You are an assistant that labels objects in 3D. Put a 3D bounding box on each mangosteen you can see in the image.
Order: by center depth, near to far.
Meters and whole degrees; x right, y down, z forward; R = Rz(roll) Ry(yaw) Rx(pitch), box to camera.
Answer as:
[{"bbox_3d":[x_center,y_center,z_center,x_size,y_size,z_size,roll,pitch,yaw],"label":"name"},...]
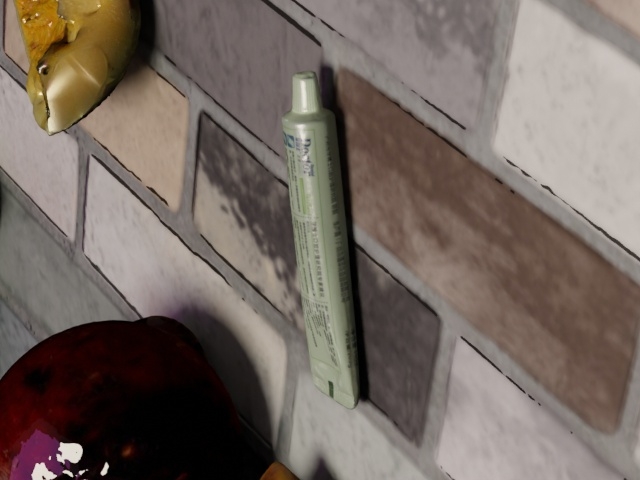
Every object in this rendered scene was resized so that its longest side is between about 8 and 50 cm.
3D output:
[{"bbox_3d":[-0.129,0.133,1.248,0.200,0.200,0.200,29,126,50],"label":"mangosteen"}]

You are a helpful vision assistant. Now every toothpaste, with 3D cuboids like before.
[{"bbox_3d":[0.000,0.000,1.116,0.048,0.029,0.197,24,125,55],"label":"toothpaste"}]

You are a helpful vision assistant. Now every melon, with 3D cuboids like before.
[{"bbox_3d":[-0.163,-0.150,1.275,0.128,0.079,0.160,165,89,-77],"label":"melon"}]

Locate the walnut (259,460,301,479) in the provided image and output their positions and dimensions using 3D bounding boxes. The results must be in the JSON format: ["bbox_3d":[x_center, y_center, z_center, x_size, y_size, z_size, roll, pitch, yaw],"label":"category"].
[{"bbox_3d":[-0.022,0.233,1.181,0.116,0.115,0.207,9,102,56],"label":"walnut"}]
